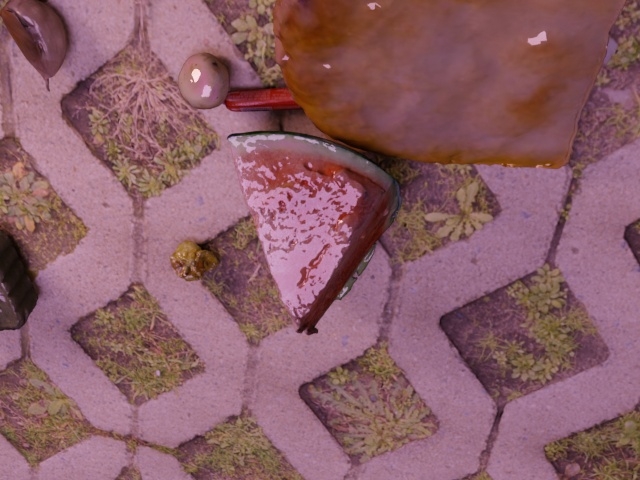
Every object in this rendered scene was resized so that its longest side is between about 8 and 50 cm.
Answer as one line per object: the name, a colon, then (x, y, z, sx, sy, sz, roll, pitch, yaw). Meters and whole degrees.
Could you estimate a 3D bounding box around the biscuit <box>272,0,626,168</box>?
biscuit: (0.162, -0.250, 1.343, 0.446, 0.104, 0.429, 1, 145, 5)

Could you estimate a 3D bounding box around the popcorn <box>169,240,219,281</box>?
popcorn: (-0.209, 0.033, 1.749, 0.083, 0.068, 0.059, -1, 173, -11)

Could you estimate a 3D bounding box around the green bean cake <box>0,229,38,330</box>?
green bean cake: (-0.612, 0.068, 1.866, 0.183, 0.094, 0.185, -5, 123, 20)

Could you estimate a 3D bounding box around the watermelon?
watermelon: (0.019, -0.027, 1.552, 0.222, 0.292, 0.319, -19, 90, 7)

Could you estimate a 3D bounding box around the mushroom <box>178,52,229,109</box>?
mushroom: (-0.167, -0.230, 1.533, 0.083, 0.084, 0.067, -28, 159, 31)

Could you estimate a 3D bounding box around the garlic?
garlic: (-0.412, -0.302, 1.560, 0.084, 0.066, 0.152, -4, 125, 52)

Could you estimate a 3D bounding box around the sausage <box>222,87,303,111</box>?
sausage: (-0.086, -0.206, 1.550, 0.129, 0.034, 0.034, 0, 125, 17)

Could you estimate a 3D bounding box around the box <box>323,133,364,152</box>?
box: (0.051, -0.178, 1.529, 0.105, 0.037, 0.105, 8, 127, 11)
